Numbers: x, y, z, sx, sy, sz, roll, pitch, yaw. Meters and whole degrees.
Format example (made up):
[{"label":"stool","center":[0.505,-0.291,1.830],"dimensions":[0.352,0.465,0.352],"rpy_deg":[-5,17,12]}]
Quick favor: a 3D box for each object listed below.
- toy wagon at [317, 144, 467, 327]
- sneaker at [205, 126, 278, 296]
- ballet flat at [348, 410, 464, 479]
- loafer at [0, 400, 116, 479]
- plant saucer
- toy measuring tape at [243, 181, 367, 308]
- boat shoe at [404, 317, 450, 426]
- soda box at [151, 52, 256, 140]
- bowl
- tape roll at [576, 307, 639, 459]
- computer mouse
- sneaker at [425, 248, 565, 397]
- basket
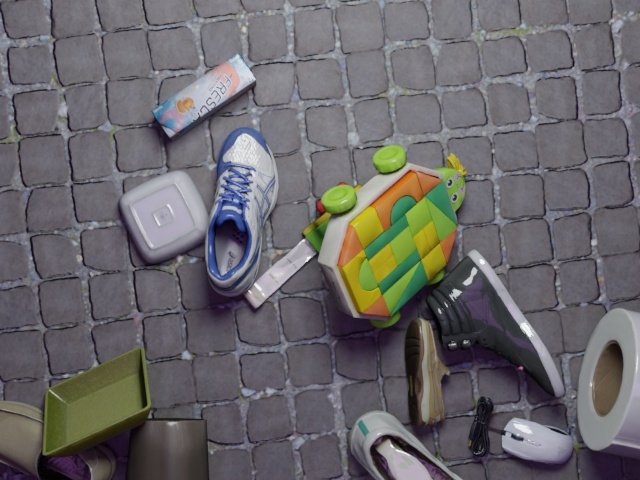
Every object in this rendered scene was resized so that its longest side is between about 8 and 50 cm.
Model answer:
[{"label":"toy wagon","center":[0.141,-0.026,1.542],"dimensions":[0.344,0.068,0.267],"rpy_deg":[-40,127,-23]},{"label":"sneaker","center":[-0.133,-0.055,1.558],"dimensions":[0.111,0.131,0.297],"rpy_deg":[3,81,1]},{"label":"ballet flat","center":[0.207,0.454,1.588],"dimensions":[0.400,0.139,0.139],"rpy_deg":[43,88,-3]},{"label":"loafer","center":[-0.479,0.350,1.571],"dimensions":[0.268,0.092,0.102],"rpy_deg":[20,89,-3]},{"label":"plant saucer","center":[-0.367,0.279,1.548],"dimensions":[0.188,0.188,0.045],"rpy_deg":[-24,119,-2]},{"label":"toy measuring tape","center":[0.000,0.000,1.582],"dimensions":[0.330,0.121,0.121],"rpy_deg":[-40,92,-2]},{"label":"boat shoe","center":[0.192,0.229,1.625],"dimensions":[0.072,0.068,0.190],"rpy_deg":[-4,98,-17]},{"label":"soda box","center":[-0.199,-0.247,1.595],"dimensions":[0.183,0.063,0.058],"rpy_deg":[-35,92,-2]},{"label":"bowl","center":[-0.270,-0.043,1.599],"dimensions":[0.142,0.053,0.142],"rpy_deg":[-25,90,-3]},{"label":"tape roll","center":[0.556,0.248,1.547],"dimensions":[0.169,0.246,0.246],"rpy_deg":[12,90,-4]},{"label":"computer mouse","center":[0.361,0.350,1.638],"dimensions":[0.193,0.042,0.106],"rpy_deg":[15,89,-3]},{"label":"sneaker","center":[0.295,0.175,1.607],"dimensions":[0.147,0.104,0.296],"rpy_deg":[-35,91,2]},{"label":"basket","center":[-0.258,0.415,1.550],"dimensions":[0.154,0.204,0.227],"rpy_deg":[5,79,-25]}]
